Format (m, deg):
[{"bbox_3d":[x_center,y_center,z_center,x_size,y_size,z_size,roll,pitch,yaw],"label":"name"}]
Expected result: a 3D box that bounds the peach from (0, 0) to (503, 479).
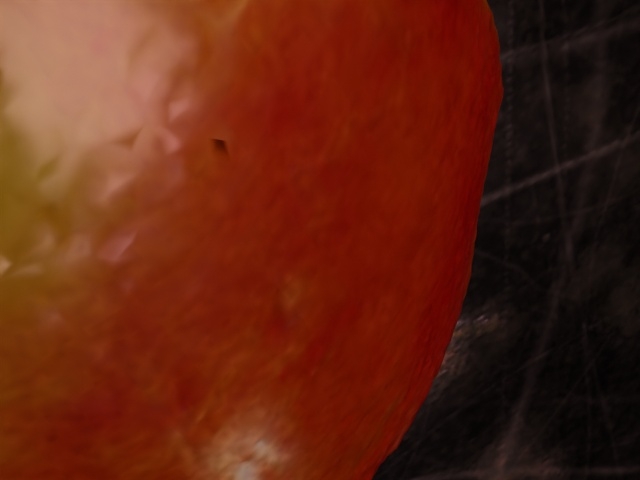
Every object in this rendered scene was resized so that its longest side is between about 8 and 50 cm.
[{"bbox_3d":[-0.109,-0.012,0.623,0.306,0.242,0.380,-44,136,-9],"label":"peach"}]
